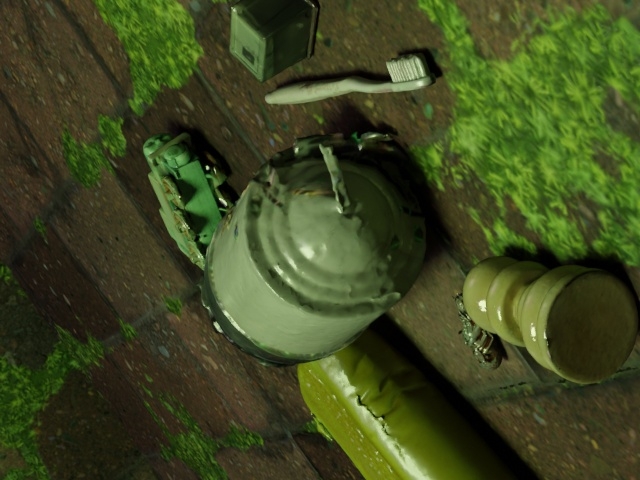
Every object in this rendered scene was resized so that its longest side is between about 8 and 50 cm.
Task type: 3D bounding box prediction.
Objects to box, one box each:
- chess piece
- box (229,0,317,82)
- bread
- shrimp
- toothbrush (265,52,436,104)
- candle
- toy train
[{"bbox_3d":[0.182,0.053,1.207,0.094,0.094,0.170,63,164,-22],"label":"chess piece"},{"bbox_3d":[-0.045,-0.194,1.311,0.060,0.063,0.085,48,157,17],"label":"box"},{"bbox_3d":[0.124,0.245,1.561,0.383,0.112,0.166,48,156,16],"label":"bread"},{"bbox_3d":[0.149,0.084,1.388,0.038,0.029,0.092,31,145,60],"label":"shrimp"},{"bbox_3d":[0.017,-0.144,1.311,0.307,0.025,0.030,3,118,62],"label":"toothbrush"},{"bbox_3d":[0.000,0.000,1.351,0.187,0.187,0.330,52,158,4],"label":"candle"},{"bbox_3d":[-0.158,-0.049,1.742,0.125,0.080,0.194,37,155,45],"label":"toy train"}]
